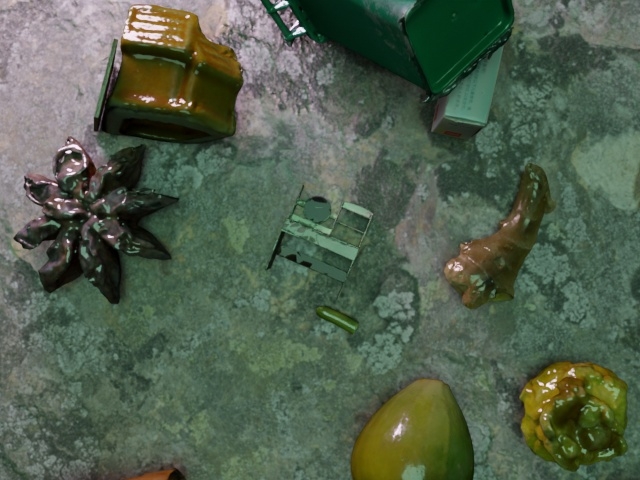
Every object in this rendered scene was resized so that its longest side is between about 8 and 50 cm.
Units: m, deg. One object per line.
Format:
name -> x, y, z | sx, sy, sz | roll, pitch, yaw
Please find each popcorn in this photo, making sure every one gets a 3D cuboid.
popcorn -> 0.445, 0.300, 1.010 | 0.198, 0.155, 0.197 | 0, 88, -10

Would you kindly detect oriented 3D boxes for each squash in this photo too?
squash -> 0.030, 0.146, 1.097 | 0.083, 0.027, 0.027 | 27, 90, 3

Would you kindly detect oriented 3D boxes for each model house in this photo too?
model house -> -0.268, -0.305, 1.072 | 0.268, 0.173, 0.239 | 9, 81, -2

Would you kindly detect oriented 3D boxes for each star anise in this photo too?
star anise -> -0.425, -0.041, 1.085 | 0.332, 0.117, 0.331 | -1, 86, 8

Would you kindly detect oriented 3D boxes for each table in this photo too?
table -> 0.000, 0.000, 1.089 | 0.146, 0.062, 0.175 | 22, 92, 4

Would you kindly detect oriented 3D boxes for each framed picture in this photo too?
framed picture -> -0.389, -0.273, 1.055 | 0.010, 0.201, 0.136 | 13, 89, -22

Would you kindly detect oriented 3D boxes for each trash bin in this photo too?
trash bin -> 0.090, -0.411, 0.939 | 0.295, 0.259, 0.381 | -43, 53, 2

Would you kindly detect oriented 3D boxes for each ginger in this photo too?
ginger -> 0.331, -0.006, 1.066 | 0.131, 0.086, 0.294 | 28, 81, 13

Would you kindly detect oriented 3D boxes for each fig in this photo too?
fig -> 0.170, 0.365, 1.008 | 0.207, 0.207, 0.230 | 44, 57, 4

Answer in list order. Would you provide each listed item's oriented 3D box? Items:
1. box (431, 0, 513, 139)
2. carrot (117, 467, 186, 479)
box -> 0.271, -0.326, 1.048 | 0.079, 0.135, 0.269 | 12, 88, 1
carrot -> -0.400, 0.533, 1.010 | 0.341, 0.224, 0.224 | -12, 87, -1
